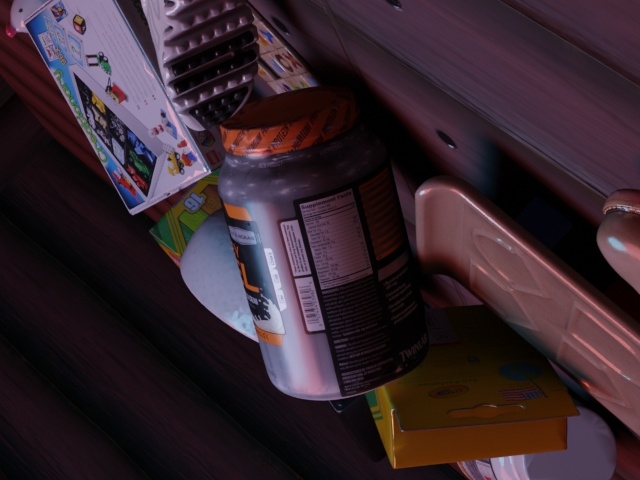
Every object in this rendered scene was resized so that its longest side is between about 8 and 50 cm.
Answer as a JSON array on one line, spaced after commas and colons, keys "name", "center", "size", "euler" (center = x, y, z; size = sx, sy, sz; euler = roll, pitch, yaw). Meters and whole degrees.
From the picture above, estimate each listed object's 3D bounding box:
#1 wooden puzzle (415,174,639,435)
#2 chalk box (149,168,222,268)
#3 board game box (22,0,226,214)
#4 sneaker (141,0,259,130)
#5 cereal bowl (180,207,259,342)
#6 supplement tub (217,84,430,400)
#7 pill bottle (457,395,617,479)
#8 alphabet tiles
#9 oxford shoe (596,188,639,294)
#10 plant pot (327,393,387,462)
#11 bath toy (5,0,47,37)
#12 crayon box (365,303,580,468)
[{"name": "wooden puzzle", "center": [0.257, 0.065, 1.580], "size": [0.348, 0.080, 0.322], "euler": [36, 170, 13]}, {"name": "chalk box", "center": [-0.113, 0.032, 2.639], "size": [0.289, 0.180, 0.179], "euler": [35, 168, 33]}, {"name": "board game box", "center": [-0.259, -0.201, 2.060], "size": [0.193, 0.053, 0.305], "euler": [-23, 97, 47]}, {"name": "sneaker", "center": [-0.140, -0.252, 1.595], "size": [0.118, 0.110, 0.292], "euler": [46, 152, 51]}, {"name": "cereal bowl", "center": [-0.017, 0.038, 2.178], "size": [0.339, 0.141, 0.339], "euler": [22, -160, -8]}, {"name": "supplement tub", "center": [0.000, 0.000, 1.719], "size": [0.193, 0.194, 0.316], "euler": [24, 131, 63]}, {"name": "pill bottle", "center": [0.291, 0.280, 2.117], "size": [0.162, 0.162, 0.278], "euler": [44, 171, -8]}, {"name": "alphabet tiles", "center": [-0.092, -0.248, 1.818], "size": [0.237, 0.009, 0.198], "euler": [45, 171, -13]}, {"name": "oxford shoe", "center": [0.351, 0.122, 1.197], "size": [0.397, 0.146, 0.140], "euler": [42, 171, 6]}, {"name": "plant pot", "center": [0.074, 0.198, 2.380], "size": [0.188, 0.187, 0.167], "euler": [54, -172, 31]}, {"name": "bath toy", "center": [-0.362, -0.277, 2.448], "size": [0.348, 0.129, 0.151], "euler": [49, 169, -31]}, {"name": "crayon box", "center": [0.160, 0.171, 1.788], "size": [0.318, 0.202, 0.081], "euler": [-109, 16, -70]}]
